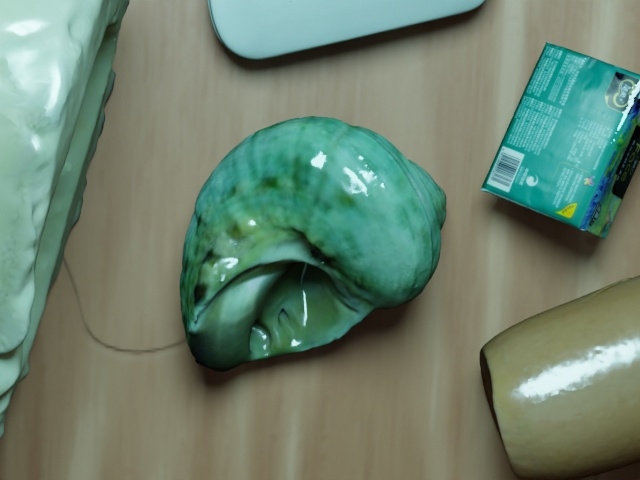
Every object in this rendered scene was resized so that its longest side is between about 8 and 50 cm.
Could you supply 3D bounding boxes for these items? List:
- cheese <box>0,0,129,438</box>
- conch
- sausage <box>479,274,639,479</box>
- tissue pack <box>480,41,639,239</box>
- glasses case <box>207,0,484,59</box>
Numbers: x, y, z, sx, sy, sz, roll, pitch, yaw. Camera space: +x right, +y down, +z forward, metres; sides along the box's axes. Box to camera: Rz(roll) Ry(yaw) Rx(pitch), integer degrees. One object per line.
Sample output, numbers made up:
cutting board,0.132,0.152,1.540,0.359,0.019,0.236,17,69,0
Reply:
cheese,-0.223,-0.036,0.891,0.153,0.292,0.332,14,105,-6
conch,-0.003,-0.001,0.998,0.188,0.122,0.176,-5,119,-1
sausage,0.259,0.073,1.025,0.304,0.121,0.121,-19,98,-1
tissue pack,0.179,-0.066,1.026,0.085,0.079,0.111,25,95,29
glasses case,0.021,-0.175,1.010,0.197,0.049,0.076,-14,99,-2
